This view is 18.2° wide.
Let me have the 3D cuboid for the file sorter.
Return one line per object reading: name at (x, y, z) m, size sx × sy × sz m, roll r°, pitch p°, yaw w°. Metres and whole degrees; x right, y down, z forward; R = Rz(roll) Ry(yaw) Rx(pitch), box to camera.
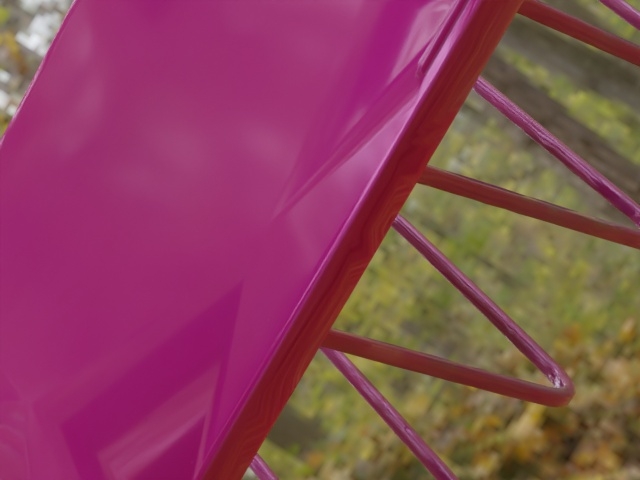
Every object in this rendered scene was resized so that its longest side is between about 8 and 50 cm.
file sorter at (0.000, 0.000, 0.794) m, size 0.182 × 0.202 × 0.291 m, roll 16°, pitch -70°, yaw -41°
